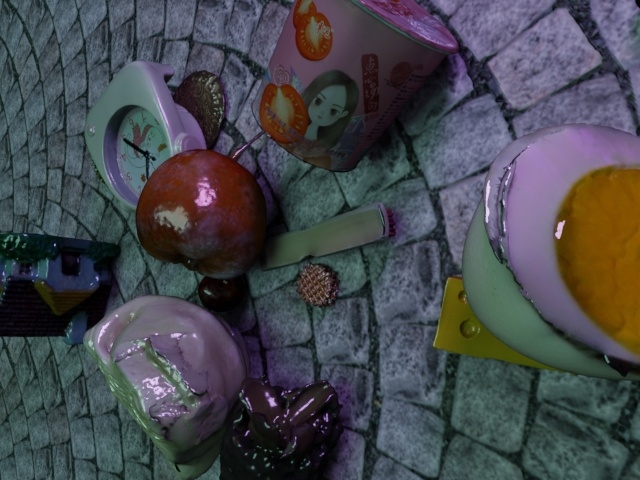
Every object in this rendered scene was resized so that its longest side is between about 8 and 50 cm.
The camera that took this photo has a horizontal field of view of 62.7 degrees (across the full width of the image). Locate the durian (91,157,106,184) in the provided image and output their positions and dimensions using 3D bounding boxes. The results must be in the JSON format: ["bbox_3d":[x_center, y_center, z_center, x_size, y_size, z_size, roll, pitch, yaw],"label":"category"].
[{"bbox_3d":[-0.514,-0.183,1.293,0.220,0.095,0.137,35,110,40],"label":"durian"}]

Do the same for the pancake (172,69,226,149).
[{"bbox_3d":[-0.271,-0.272,1.138,0.199,0.021,0.199,-1,89,39],"label":"pancake"}]

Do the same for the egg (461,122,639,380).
[{"bbox_3d":[0.282,0.022,0.566,0.174,0.286,0.264,112,148,-66],"label":"egg"}]

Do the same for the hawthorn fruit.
[{"bbox_3d":[-0.217,-0.055,0.951,0.231,0.235,0.263,-40,57,41],"label":"hawthorn fruit"}]

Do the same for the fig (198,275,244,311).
[{"bbox_3d":[-0.200,0.111,1.045,0.089,0.088,0.125,65,153,20],"label":"fig"}]

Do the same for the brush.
[{"bbox_3d":[0.000,0.000,0.896,0.321,0.050,0.060,-16,81,46],"label":"brush"}]

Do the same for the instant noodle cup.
[{"bbox_3d":[0.034,-0.248,0.761,0.243,0.243,0.231,55,128,26],"label":"instant noodle cup"}]

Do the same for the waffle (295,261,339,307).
[{"bbox_3d":[-0.004,0.077,0.903,0.083,0.029,0.075,17,103,36],"label":"waffle"}]

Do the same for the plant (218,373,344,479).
[{"bbox_3d":[-0.067,0.318,0.849,0.178,0.204,0.234,20,112,29],"label":"plant"}]

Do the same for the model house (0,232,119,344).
[{"bbox_3d":[-0.665,0.131,1.286,0.230,0.280,0.249,-14,75,40],"label":"model house"}]

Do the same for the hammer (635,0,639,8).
[{"bbox_3d":[0.523,-0.194,0.466,0.440,0.044,0.168,49,120,29],"label":"hammer"}]

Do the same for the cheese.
[{"bbox_3d":[0.245,0.107,0.669,0.171,0.126,0.093,13,91,20],"label":"cheese"}]

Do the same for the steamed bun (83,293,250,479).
[{"bbox_3d":[-0.246,0.246,0.975,0.394,0.237,0.347,-4,119,57],"label":"steamed bun"}]

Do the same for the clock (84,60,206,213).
[{"bbox_3d":[-0.357,-0.184,1.118,0.265,0.108,0.324,-32,83,33],"label":"clock"}]
